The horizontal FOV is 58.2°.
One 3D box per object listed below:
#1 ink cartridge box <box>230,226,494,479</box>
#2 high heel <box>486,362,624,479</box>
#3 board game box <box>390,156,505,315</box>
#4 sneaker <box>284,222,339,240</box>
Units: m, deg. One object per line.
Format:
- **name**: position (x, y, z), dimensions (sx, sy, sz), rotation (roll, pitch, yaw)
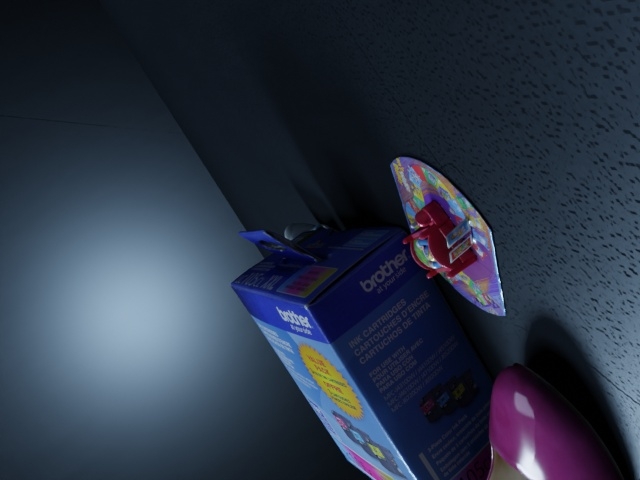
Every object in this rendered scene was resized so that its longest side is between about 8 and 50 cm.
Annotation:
- **ink cartridge box**: position (0.048, 0.131, 0.727), dimensions (0.395, 0.151, 0.270), rotation (60, 158, -13)
- **high heel**: position (0.186, 0.275, 0.550), dimensions (0.127, 0.181, 0.377), rotation (41, 163, 55)
- **board game box**: position (0.100, 0.005, 0.511), dimensions (0.133, 0.033, 0.168), rotation (45, 165, 46)
- **sneaker**: position (0.000, 0.000, 0.913), dimensions (0.191, 0.071, 0.082), rotation (32, 150, 47)
